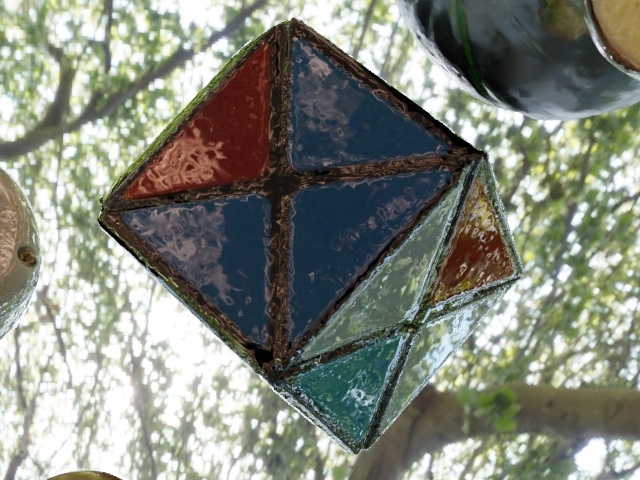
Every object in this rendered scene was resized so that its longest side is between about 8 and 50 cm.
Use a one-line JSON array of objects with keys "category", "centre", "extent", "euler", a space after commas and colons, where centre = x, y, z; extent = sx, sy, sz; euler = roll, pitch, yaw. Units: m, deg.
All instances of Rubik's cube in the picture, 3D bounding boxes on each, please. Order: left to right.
[{"category": "Rubik's cube", "centre": [0.000, 0.000, 0.924], "extent": [0.246, 0.250, 0.248], "euler": [-47, -121, -6]}]

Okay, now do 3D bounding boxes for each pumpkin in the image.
[{"category": "pumpkin", "centre": [0.167, -0.248, 0.792], "extent": [0.238, 0.315, 0.315], "euler": [-18, -122, -34]}]

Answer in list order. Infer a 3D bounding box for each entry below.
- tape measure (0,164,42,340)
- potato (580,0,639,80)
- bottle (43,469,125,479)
[{"category": "tape measure", "centre": [-0.396, -0.001, 0.980], "extent": [0.265, 0.130, 0.258], "euler": [35, -138, -1]}, {"category": "potato", "centre": [0.226, -0.182, 0.586], "extent": [0.164, 0.200, 0.081], "euler": [23, -161, -2]}, {"category": "bottle", "centre": [-0.078, 0.192, 0.459], "extent": [0.110, 0.097, 0.209], "euler": [-21, -133, -17]}]
